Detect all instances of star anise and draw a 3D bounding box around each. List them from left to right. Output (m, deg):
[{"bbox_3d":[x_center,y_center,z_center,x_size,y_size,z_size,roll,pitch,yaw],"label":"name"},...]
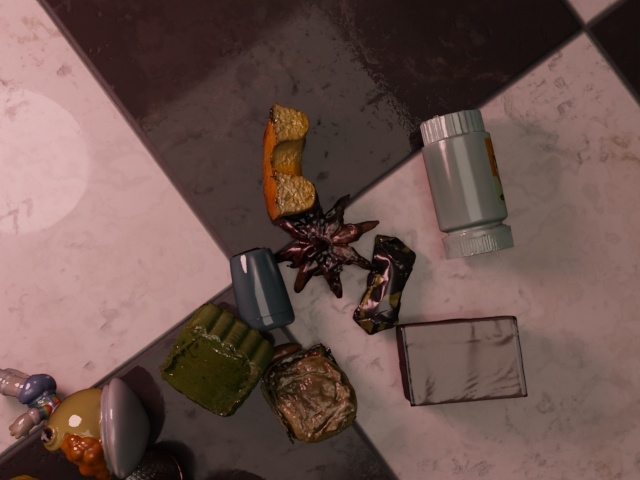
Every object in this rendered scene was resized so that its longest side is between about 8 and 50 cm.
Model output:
[{"bbox_3d":[0.000,0.000,1.722,0.272,0.102,0.272,0,87,8],"label":"star anise"}]

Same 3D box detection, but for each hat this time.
[{"bbox_3d":[-0.350,0.564,1.706,0.193,0.082,0.193,-14,65,32],"label":"hat"}]

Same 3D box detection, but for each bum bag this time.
[{"bbox_3d":[0.146,0.105,1.753,0.106,0.060,0.232,14,85,7],"label":"bum bag"}]

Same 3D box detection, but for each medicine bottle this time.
[{"bbox_3d":[0.324,-0.125,1.724,0.158,0.158,0.318,-12,89,-3],"label":"medicine bottle"}]

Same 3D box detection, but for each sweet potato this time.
[{"bbox_3d":[-0.086,0.256,1.751,0.095,0.034,0.034,-22,89,-14],"label":"sweet potato"}]

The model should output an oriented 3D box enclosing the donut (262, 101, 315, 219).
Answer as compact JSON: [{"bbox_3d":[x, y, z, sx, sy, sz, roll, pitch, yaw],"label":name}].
[{"bbox_3d":[-0.082,-0.162,1.716,0.101,0.152,0.259,-2,77,-17],"label":"donut"}]

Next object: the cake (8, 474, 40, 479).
[{"bbox_3d":[-0.614,0.640,1.655,0.260,0.156,0.179,36,80,1],"label":"cake"}]

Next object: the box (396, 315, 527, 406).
[{"bbox_3d":[0.304,0.265,1.710,0.252,0.153,0.188,-7,86,-3],"label":"box"}]

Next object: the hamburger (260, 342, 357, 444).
[{"bbox_3d":[-0.023,0.349,1.716,0.183,0.130,0.206,-28,74,-11],"label":"hamburger"}]

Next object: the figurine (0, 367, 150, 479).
[{"bbox_3d":[-0.540,0.358,1.630,0.382,0.224,0.205,25,83,-1],"label":"figurine"}]

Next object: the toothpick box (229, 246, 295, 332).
[{"bbox_3d":[-0.136,0.111,1.713,0.120,0.120,0.184,-16,85,-3],"label":"toothpick box"}]

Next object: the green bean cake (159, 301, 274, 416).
[{"bbox_3d":[-0.224,0.263,1.664,0.200,0.113,0.214,33,122,2],"label":"green bean cake"}]
